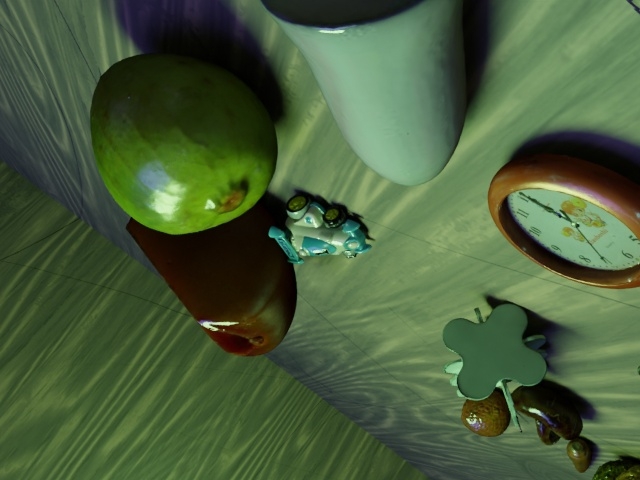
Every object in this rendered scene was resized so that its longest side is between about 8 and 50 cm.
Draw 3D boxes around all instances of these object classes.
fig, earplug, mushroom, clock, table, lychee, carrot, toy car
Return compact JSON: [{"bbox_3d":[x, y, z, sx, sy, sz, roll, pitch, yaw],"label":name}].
[{"bbox_3d":[-0.216,-0.160,0.908,0.326,0.258,0.258,45,167,34],"label":"fig"},{"bbox_3d":[0.073,-0.153,0.587,0.172,0.172,0.301,24,162,29],"label":"earplug"},{"bbox_3d":[0.429,0.329,1.143,0.135,0.080,0.170,33,163,46],"label":"mushroom"},{"bbox_3d":[0.282,-0.020,0.670,0.205,0.051,0.205,32,160,13],"label":"clock"},{"bbox_3d":[0.297,0.214,1.016,0.167,0.166,0.198,24,163,31],"label":"table"},{"bbox_3d":[0.367,0.372,1.317,0.101,0.140,0.114,24,118,41],"label":"lychee"},{"bbox_3d":[0.555,0.468,1.297,0.048,0.048,0.216,21,160,35],"label":"carrot"},{"bbox_3d":[0.000,0.000,1.088,0.162,0.098,0.126,22,157,38],"label":"toy car"}]

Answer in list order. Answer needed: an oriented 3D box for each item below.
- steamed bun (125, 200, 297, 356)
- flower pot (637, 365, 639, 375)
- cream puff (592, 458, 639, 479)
[{"bbox_3d":[-0.190,0.035,1.238,0.379,0.248,0.235,45,167,27],"label":"steamed bun"},{"bbox_3d":[0.542,0.259,0.810,0.251,0.084,0.179,41,159,-10],"label":"flower pot"},{"bbox_3d":[0.590,0.496,1.143,0.183,0.183,0.169,44,170,-18],"label":"cream puff"}]
